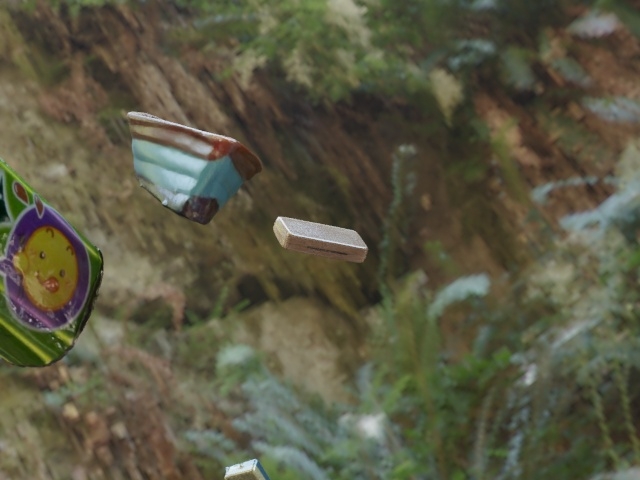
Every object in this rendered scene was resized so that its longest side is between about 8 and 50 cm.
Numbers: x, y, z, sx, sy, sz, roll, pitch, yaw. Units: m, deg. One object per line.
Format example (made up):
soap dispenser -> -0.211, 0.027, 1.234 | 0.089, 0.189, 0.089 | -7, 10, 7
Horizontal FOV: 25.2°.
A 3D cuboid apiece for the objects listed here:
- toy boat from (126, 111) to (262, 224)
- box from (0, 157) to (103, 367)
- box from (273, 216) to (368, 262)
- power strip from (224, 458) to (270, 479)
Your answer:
toy boat -> -0.125, -0.075, 1.362 | 0.136, 0.392, 0.079 | 23, -87, -13
box -> -0.317, -0.032, 1.181 | 0.097, 0.134, 0.345 | -2, -34, 32
box -> 0.000, 0.000, 1.710 | 0.115, 0.048, 0.025 | 11, -65, -31
power strip -> -0.095, 0.382, 2.143 | 0.056, 0.032, 0.123 | -18, -62, 20
